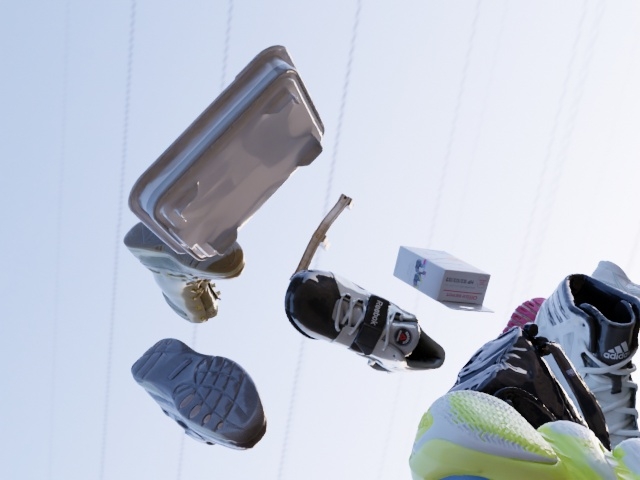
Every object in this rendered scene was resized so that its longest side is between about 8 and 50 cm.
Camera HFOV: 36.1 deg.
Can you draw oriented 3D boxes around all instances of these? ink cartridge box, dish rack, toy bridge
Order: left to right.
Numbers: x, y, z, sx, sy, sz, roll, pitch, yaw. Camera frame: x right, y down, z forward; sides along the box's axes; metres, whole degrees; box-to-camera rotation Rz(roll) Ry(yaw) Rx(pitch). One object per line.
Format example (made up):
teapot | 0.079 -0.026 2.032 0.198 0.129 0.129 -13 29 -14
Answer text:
dish rack | -0.121 -0.113 1.511 0.333 0.072 0.285 -46 -22 -5
toy bridge | 0.000 0.000 1.712 0.188 0.026 0.063 -59 -14 -11
ink cartridge box | 0.221 0.066 1.717 0.104 0.181 0.061 6 -77 -31

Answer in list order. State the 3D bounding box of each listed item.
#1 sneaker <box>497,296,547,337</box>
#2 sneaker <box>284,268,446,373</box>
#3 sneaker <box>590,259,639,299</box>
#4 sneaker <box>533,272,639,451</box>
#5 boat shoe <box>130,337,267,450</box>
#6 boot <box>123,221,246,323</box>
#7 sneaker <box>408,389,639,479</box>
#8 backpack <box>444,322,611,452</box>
sneaker | 0.392 0.183 1.930 0.170 0.063 0.075 -48 -25 -11
sneaker | 0.087 0.136 1.638 0.330 0.146 0.122 29 -109 -39
sneaker | 0.510 0.096 1.619 0.061 0.152 0.053 -47 -25 -20
sneaker | 0.413 0.246 1.480 0.169 0.447 0.257 -6 -37 -4
boat shoe | -0.189 0.274 1.680 0.132 0.355 0.130 -40 -56 -19
boot | -0.215 0.069 1.774 0.095 0.262 0.203 -57 -40 -33
sneaker | 0.160 0.182 0.606 0.091 0.240 0.126 -60 -9 -71
backpack | 0.212 0.197 1.001 0.115 0.182 0.152 -32 8 44
